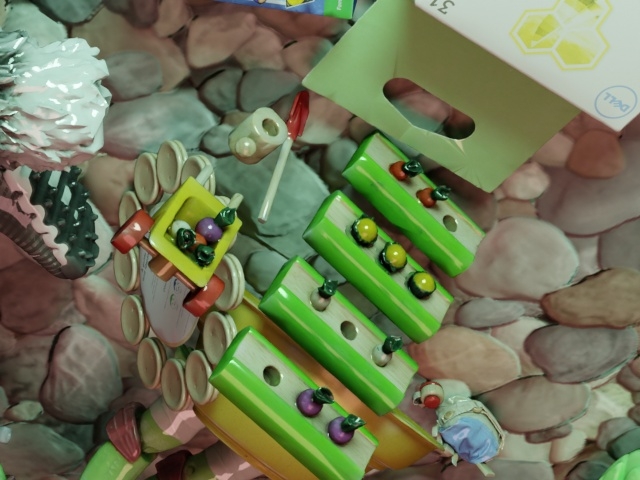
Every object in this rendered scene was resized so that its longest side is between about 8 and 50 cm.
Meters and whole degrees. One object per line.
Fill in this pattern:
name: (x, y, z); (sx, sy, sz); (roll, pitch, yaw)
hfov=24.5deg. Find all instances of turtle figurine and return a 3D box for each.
turtle figurine: (-0.192, 0.180, 1.179); (0.266, 0.275, 0.198); (-33, 102, 3)

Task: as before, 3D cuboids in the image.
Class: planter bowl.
planter bowl: (-0.025, 0.113, 1.029); (0.217, 0.217, 0.090); (39, 87, -28)

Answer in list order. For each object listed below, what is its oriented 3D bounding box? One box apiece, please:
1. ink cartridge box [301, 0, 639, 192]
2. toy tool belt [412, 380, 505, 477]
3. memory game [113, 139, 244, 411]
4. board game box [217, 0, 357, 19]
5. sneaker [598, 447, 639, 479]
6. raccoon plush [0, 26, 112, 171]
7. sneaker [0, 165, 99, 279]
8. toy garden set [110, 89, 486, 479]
ink cartridge box: (0.122, -0.121, 0.914); (0.171, 0.056, 0.235); (28, 125, -23)
toy tool belt: (0.111, 0.152, 1.178); (0.052, 0.051, 0.083); (-35, 122, 28)
memory game: (-0.098, 0.024, 0.996); (0.012, 0.186, 0.186); (-4, 137, -32)
board game box: (-0.038, -0.229, 0.845); (0.136, 0.035, 0.201); (8, 130, 5)
sneaker: (0.362, 0.345, 1.291); (0.202, 0.185, 0.483); (-33, 123, -16)
raccoon plush: (-0.366, -0.093, 0.769); (0.446, 0.299, 0.216); (5, 120, 13)
sneaker: (-0.241, -0.059, 0.989); (0.106, 0.078, 0.234); (-20, 124, 21)
toy garden set: (0.000, 0.000, 0.921); (0.204, 0.244, 0.049); (43, 137, -12)
